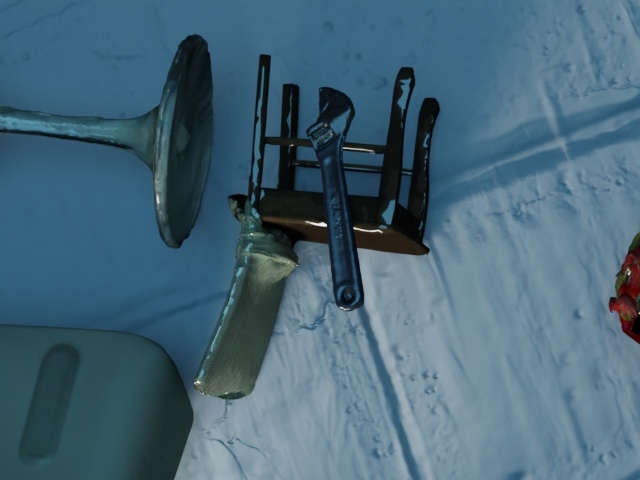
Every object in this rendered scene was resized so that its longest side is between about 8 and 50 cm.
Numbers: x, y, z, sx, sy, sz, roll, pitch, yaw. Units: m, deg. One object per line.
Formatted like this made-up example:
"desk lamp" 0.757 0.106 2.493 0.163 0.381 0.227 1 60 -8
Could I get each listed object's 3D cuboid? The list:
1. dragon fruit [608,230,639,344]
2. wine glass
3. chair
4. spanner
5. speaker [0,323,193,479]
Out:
"dragon fruit" 0.358 0.035 1.776 0.172 0.160 0.166 -56 36 -2
"wine glass" -0.318 -0.116 1.888 0.406 0.267 0.267 7 86 7
"chair" 0.000 0.000 1.849 0.186 0.160 0.319 6 83 14
"spanner" 0.018 -0.039 1.764 0.046 0.012 0.208 -10 77 15
"speaker" -0.340 0.197 1.854 0.406 0.183 0.184 2 54 12
